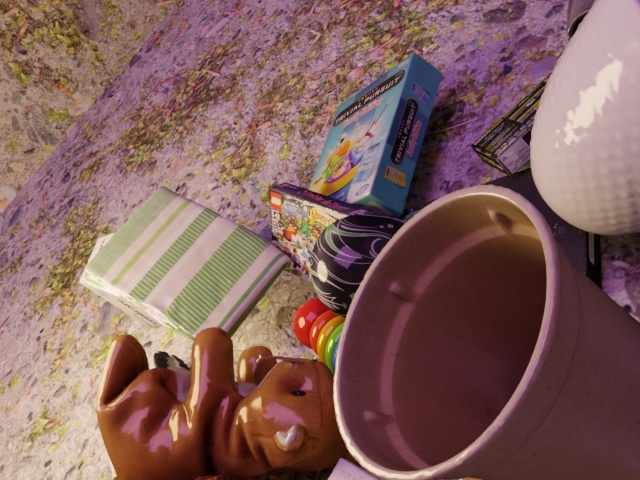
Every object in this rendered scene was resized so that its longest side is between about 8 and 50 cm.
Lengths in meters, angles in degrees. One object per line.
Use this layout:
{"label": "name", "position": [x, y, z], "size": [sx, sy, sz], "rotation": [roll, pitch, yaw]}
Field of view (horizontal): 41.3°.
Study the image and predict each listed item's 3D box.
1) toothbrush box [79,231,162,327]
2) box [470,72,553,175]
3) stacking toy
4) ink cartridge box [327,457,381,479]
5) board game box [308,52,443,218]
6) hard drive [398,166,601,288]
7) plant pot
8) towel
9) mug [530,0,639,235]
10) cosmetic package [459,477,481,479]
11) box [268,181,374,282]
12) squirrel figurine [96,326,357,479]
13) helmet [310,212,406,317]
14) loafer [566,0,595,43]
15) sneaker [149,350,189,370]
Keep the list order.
{"label": "toothbrush box", "position": [-0.325, 0.068, 1.771], "size": [0.283, 0.206, 0.122], "rotation": [-13, 49, 39]}
{"label": "box", "position": [0.347, -0.195, 1.393], "size": [0.191, 0.045, 0.184], "rotation": [-43, 9, 6]}
{"label": "stacking toy", "position": [0.049, 0.170, 1.347], "size": [0.141, 0.141, 0.330], "rotation": [-52, 31, -6]}
{"label": "ink cartridge box", "position": [0.078, 0.406, 1.115], "size": [0.212, 0.093, 0.154], "rotation": [14, 68, 53]}
{"label": "board game box", "position": [0.087, -0.162, 1.611], "size": [0.254, 0.079, 0.336], "rotation": [-27, 37, 51]}
{"label": "hard drive", "position": [0.264, 0.013, 1.320], "size": [0.339, 0.064, 0.236], "rotation": [-18, 44, 34]}
{"label": "plant pot", "position": [0.236, 0.150, 0.974], "size": [0.334, 0.306, 0.333], "rotation": [-39, 36, 37]}
{"label": "towel", "position": [-0.247, 0.047, 1.561], "size": [0.325, 0.038, 0.248], "rotation": [25, 62, 25]}
{"label": "mug", "position": [0.458, -0.188, 1.121], "size": [0.374, 0.276, 0.328], "rotation": [-33, -19, -35]}
{"label": "cosmetic package", "position": [0.217, 0.323, 1.075], "size": [0.041, 0.060, 0.115], "rotation": [-41, 37, 9]}
{"label": "box", "position": [0.000, 0.000, 1.511], "size": [0.044, 0.159, 0.233], "rotation": [-22, 29, -37]}
{"label": "squirrel figurine", "position": [-0.137, 0.335, 1.291], "size": [0.371, 0.281, 0.396], "rotation": [-2, 60, 27]}
{"label": "helmet", "position": [0.063, 0.040, 1.304], "size": [0.162, 0.169, 0.169], "rotation": [10, 62, 28]}
{"label": "loafer", "position": [0.466, -0.350, 1.411], "size": [0.112, 0.111, 0.319], "rotation": [-28, 39, 26]}
{"label": "sneaker", "position": [-0.287, 0.329, 1.599], "size": [0.110, 0.107, 0.275], "rotation": [-58, 26, 21]}
